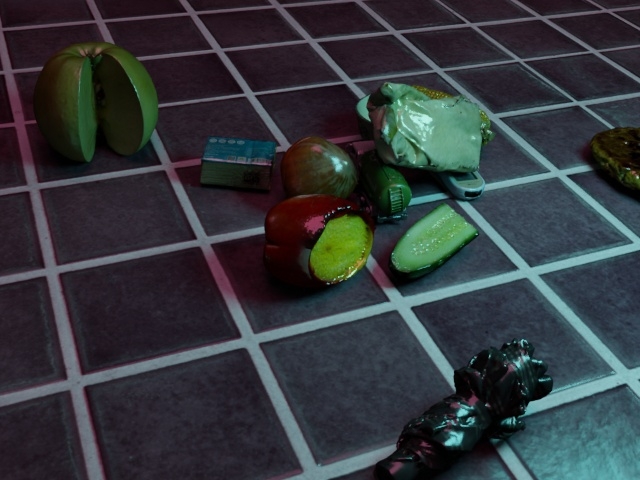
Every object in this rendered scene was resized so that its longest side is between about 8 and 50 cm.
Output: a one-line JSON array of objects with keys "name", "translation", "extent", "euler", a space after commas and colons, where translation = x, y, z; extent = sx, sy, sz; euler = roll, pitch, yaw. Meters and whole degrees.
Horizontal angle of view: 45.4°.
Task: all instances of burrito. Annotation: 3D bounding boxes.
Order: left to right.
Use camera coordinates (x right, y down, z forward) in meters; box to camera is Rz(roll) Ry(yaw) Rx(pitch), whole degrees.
[{"name": "burrito", "translation": [0.223, -0.254, 1.743], "extent": [0.332, 0.190, 0.135], "euler": [-1, 7, -41]}]

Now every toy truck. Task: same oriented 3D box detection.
[{"name": "toy truck", "translation": [0.132, -0.138, 1.747], "extent": [0.101, 0.125, 0.242], "euler": [-7, 38, -14]}]

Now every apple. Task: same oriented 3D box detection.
[{"name": "apple", "translation": [-0.532, -0.329, 1.813], "extent": [0.292, 0.254, 0.292], "euler": [2, 33, -2]}]

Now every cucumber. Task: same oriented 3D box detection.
[{"name": "cucumber", "translation": [0.224, 0.017, 1.605], "extent": [0.115, 0.063, 0.244], "euler": [37, 48, 27]}]

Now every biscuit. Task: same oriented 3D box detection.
[{"name": "biscuit", "translation": [0.845, -0.194, 1.941], "extent": [0.289, 0.081, 0.334], "euler": [-3, 34, -10]}]

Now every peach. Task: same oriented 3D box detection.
[{"name": "peach", "translation": [0.000, 0.000, 1.505], "extent": [0.226, 0.196, 0.190], "euler": [1, 71, -2]}]

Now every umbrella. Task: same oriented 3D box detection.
[{"name": "umbrella", "translation": [0.231, 0.272, 1.202], "extent": [0.337, 0.154, 0.128], "euler": [-23, 37, -32]}]

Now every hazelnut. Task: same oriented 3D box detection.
[{"name": "hazelnut", "translation": [-0.008, -0.142, 1.707], "extent": [0.182, 0.182, 0.182], "euler": [3, 38, -2]}]

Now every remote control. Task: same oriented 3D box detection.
[{"name": "remote control", "translation": [0.326, -0.177, 1.884], "extent": [0.087, 0.047, 0.244], "euler": [-4, 38, -17]}]

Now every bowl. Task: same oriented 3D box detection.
[{"name": "bowl", "translation": [0.188, -0.290, 1.956], "extent": [0.211, 0.112, 0.211], "euler": [2, 36, -2]}]

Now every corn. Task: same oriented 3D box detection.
[{"name": "corn", "translation": [0.326, -0.332, 2.027], "extent": [0.119, 0.119, 0.322], "euler": [-28, 48, -35]}]

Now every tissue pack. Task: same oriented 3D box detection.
[{"name": "tissue pack", "translation": [-0.192, -0.181, 1.798], "extent": [0.169, 0.082, 0.120], "euler": [5, 37, 0]}]
